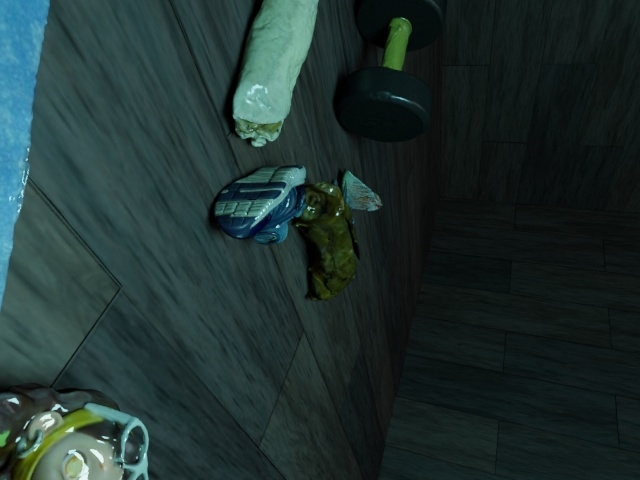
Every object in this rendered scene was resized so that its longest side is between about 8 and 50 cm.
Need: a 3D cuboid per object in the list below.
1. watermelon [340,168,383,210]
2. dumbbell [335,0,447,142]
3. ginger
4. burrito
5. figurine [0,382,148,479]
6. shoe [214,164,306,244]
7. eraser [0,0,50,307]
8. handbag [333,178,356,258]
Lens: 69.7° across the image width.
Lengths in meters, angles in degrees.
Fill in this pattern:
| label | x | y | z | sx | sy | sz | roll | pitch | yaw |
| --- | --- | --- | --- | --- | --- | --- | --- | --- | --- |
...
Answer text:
| label | x | y | z | sx | sy | sz | roll | pitch | yaw |
| --- | --- | --- | --- | --- | --- | --- | --- | --- | --- |
| watermelon | 0.091 | -0.118 | 1.110 | 0.180 | 0.094 | 0.081 | 23 | 78 | -54 |
| dumbbell | 0.160 | -0.403 | 1.019 | 0.204 | 0.204 | 0.322 | 42 | 57 | -67 |
| ginger | 0.011 | -0.005 | 0.886 | 0.133 | 0.107 | 0.309 | -36 | 138 | -25 |
| burrito | -0.048 | -0.320 | 0.665 | 0.117 | 0.076 | 0.391 | 56 | 47 | -71 |
| figurine | -0.225 | 0.174 | 0.281 | 0.240 | 0.116 | 0.174 | -18 | 112 | -62 |
| shoe | -0.073 | -0.043 | 0.656 | 0.207 | 0.092 | 0.105 | -48 | 135 | -64 |
| eraser | -0.241 | -0.068 | 0.256 | 0.144 | 0.043 | 0.311 | 14 | 84 | -70 |
| handbag | 0.049 | -0.020 | 1.069 | 0.221 | 0.057 | 0.144 | 73 | 27 | -48 |
